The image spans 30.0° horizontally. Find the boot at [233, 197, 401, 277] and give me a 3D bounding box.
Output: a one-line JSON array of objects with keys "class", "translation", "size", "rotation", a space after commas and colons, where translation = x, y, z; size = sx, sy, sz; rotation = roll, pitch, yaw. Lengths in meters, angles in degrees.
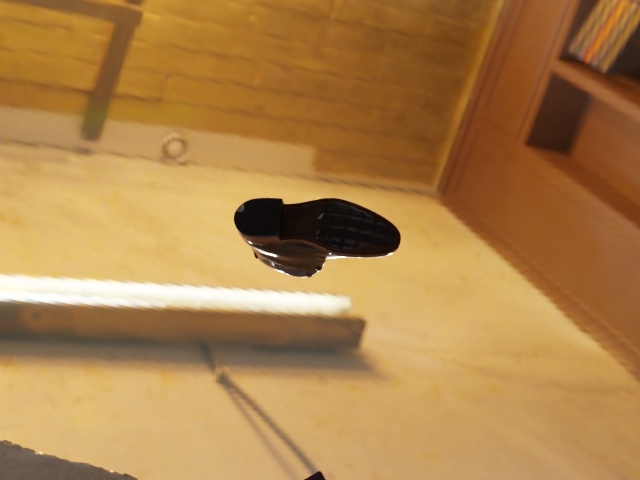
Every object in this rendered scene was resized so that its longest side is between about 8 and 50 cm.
[{"class": "boot", "translation": [0.000, 0.000, 1.578], "size": [0.219, 0.082, 0.106], "rotation": [10, 154, 10]}]

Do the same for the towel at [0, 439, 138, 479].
[{"class": "towel", "translation": [-0.317, 0.286, 1.171], "size": [0.282, 0.049, 0.187], "rotation": [23, -129, -23]}]

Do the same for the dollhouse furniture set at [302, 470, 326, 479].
[{"class": "dollhouse furniture set", "translation": [-0.026, 0.284, 1.074], "size": [0.091, 0.081, 0.114], "rotation": [-24, -98, -36]}]
